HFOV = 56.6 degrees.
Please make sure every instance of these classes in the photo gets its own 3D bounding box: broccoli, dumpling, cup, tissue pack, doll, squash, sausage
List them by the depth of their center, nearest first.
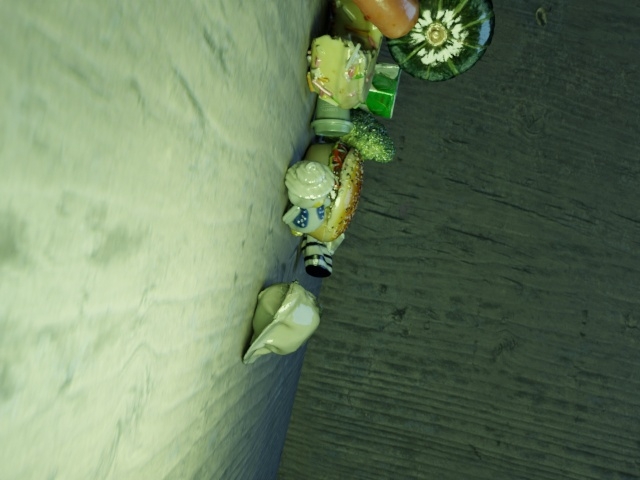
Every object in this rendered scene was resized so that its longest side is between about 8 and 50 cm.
[{"bbox_3d":[0.109,-0.519,1.205,0.113,0.259,0.114,-30,-138,32],"label":"sausage"},{"bbox_3d":[0.272,-0.494,1.364,0.165,0.252,0.252,-71,172,-55],"label":"squash"},{"bbox_3d":[-0.087,0.210,1.433,0.293,0.163,0.205,118,-16,-61],"label":"dumpling"},{"bbox_3d":[-0.031,-0.100,1.481,0.119,0.138,0.293,60,-19,25],"label":"doll"},{"bbox_3d":[0.031,-0.358,1.612,0.120,0.119,0.141,6,83,-85],"label":"cup"},{"bbox_3d":[0.116,-0.311,1.835,0.176,0.226,0.198,-34,179,24],"label":"broccoli"},{"bbox_3d":[0.140,-0.499,1.844,0.156,0.208,0.148,96,8,-50],"label":"tissue pack"}]

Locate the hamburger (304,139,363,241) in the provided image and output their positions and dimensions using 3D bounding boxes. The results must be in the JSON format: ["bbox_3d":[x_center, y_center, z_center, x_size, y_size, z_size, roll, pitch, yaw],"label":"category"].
[{"bbox_3d":[0.028,-0.140,1.710,0.300,0.176,0.300,13,90,-87],"label":"hamburger"}]

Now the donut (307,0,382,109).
[{"bbox_3d":[0.071,-0.488,1.423,0.307,0.150,0.371,86,19,-70],"label":"donut"}]

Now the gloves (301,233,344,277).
[{"bbox_3d":[-0.002,0.008,2.064,0.131,0.140,0.219,129,-32,-54],"label":"gloves"}]
